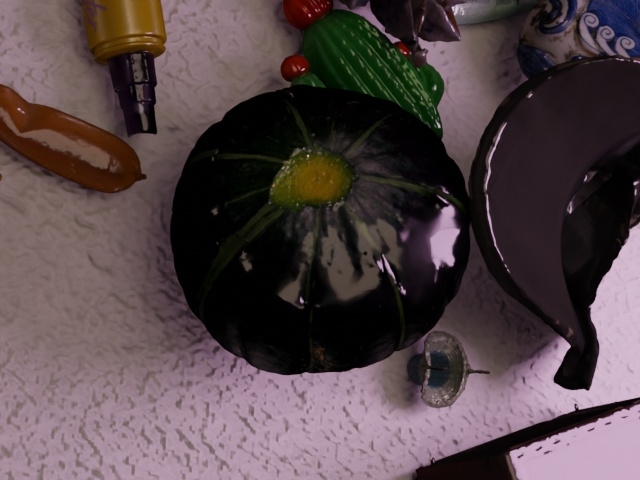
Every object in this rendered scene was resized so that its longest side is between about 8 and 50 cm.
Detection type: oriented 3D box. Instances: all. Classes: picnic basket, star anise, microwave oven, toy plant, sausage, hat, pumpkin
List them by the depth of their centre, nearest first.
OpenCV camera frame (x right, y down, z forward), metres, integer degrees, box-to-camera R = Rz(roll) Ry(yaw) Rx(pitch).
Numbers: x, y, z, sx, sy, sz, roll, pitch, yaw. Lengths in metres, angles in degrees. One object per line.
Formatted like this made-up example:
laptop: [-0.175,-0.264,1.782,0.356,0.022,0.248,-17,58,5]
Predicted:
sausage: [-0.250,-0.094,1.361,0.183,0.054,0.062,24,37,-22]
pumpkin: [0.000,0.000,1.396,0.296,0.296,0.296,7,77,-29]
hat: [0.265,-0.058,1.492,0.381,0.257,0.366,34,91,-31]
microwave oven: [0.254,0.284,1.499,0.247,0.178,0.188,-15,88,-31]
picnic basket: [0.132,0.137,1.516,0.065,0.083,0.083,12,77,-33]
toy plant: [0.033,-0.175,1.517,0.240,0.088,0.154,31,59,-20]
star anise: [0.076,-0.281,1.525,0.230,0.081,0.262,22,52,-44]

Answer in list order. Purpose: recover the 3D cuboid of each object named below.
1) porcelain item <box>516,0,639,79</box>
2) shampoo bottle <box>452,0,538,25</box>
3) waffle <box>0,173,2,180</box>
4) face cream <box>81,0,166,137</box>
porcelain item: [0.362,-0.246,1.653,0.288,0.138,0.186,-30,54,-31]
shampoo bottle: [0.212,-0.288,1.673,0.190,0.041,0.069,-8,78,-31]
waffle: [-0.436,-0.045,1.193,0.261,0.151,0.324,41,64,-13]
face cream: [-0.197,-0.236,1.406,0.078,0.078,0.273,-6,83,-31]
